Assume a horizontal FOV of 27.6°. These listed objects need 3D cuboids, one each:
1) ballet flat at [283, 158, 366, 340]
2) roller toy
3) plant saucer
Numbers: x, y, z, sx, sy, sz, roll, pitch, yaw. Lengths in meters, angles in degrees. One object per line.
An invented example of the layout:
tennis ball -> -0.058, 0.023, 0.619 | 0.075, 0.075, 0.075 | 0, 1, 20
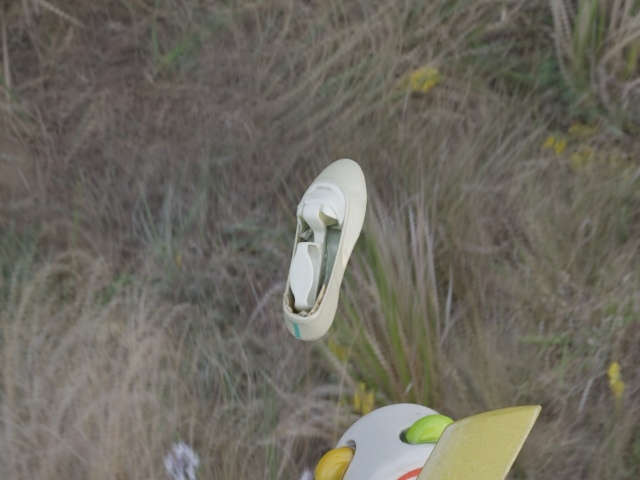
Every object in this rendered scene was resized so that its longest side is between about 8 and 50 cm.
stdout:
ballet flat -> 0.000, 0.000, 1.613 | 0.086, 0.086, 0.248 | 10, 70, 2
roller toy -> 0.115, 0.335, 1.845 | 0.209, 0.191, 0.146 | -33, 33, 0
plant saucer -> 0.100, 0.347, 1.400 | 0.081, 0.332, 0.332 | 29, 63, 11
